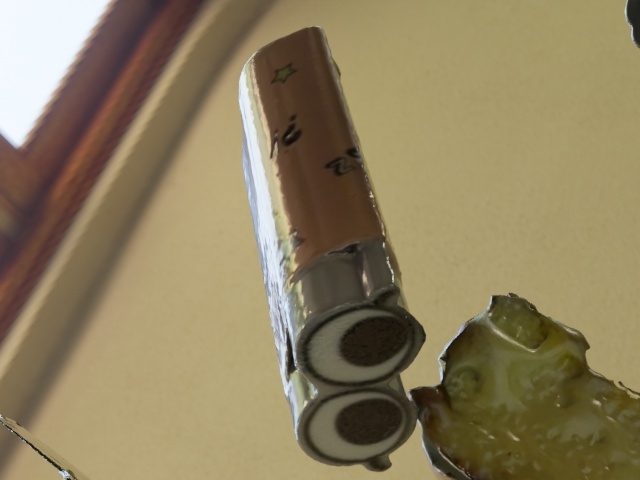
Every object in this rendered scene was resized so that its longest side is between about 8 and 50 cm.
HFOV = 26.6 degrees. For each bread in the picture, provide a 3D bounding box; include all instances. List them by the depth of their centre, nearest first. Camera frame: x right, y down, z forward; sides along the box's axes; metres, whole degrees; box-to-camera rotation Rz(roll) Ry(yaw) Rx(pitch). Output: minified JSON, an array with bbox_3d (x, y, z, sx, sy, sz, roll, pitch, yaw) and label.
[{"bbox_3d":[0.181,0.171,1.001,0.251,0.133,0.174,30,-122,11],"label":"bread"}]

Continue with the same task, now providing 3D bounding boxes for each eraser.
[{"bbox_3d":[0.000,0.000,0.940,0.087,0.171,0.291,-7,-140,-6],"label":"eraser"}]

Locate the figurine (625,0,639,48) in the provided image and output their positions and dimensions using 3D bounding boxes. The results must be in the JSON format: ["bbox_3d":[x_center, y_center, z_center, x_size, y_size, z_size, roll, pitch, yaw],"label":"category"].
[{"bbox_3d":[0.213,-0.159,0.796,0.082,0.086,0.094,-46,-121,-2],"label":"figurine"}]

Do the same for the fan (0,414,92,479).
[{"bbox_3d":[-0.174,0.162,0.938,0.009,0.132,0.220,-54,-173,-11],"label":"fan"}]
